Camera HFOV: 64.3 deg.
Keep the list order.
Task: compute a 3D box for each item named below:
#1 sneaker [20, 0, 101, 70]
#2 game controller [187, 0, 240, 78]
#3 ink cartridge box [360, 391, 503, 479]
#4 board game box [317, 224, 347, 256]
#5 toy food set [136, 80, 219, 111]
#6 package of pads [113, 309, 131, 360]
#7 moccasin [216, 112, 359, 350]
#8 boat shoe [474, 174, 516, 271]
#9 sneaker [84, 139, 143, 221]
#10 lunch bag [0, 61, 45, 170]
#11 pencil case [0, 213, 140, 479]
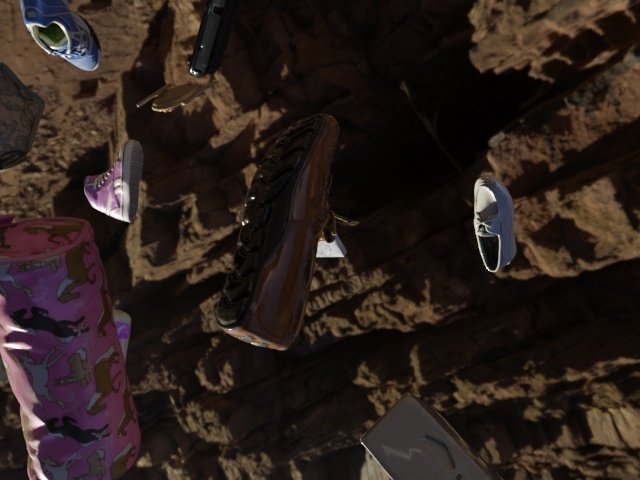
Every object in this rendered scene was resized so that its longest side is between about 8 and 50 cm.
[{"bbox_3d":[-0.406,-0.318,0.790,0.080,0.081,0.211,-4,169,-1],"label":"sneaker"},{"bbox_3d":[-0.188,-0.466,0.986,0.067,0.166,0.319,19,142,-16],"label":"game controller"},{"bbox_3d":[0.152,0.288,0.661,0.087,0.153,0.208,-45,151,-2],"label":"ink cartridge box"},{"bbox_3d":[0.000,0.000,1.112,0.090,0.090,0.020,0,-134,35],"label":"board game box"},{"bbox_3d":[-0.336,-0.334,1.212,0.192,0.038,0.132,11,-134,37],"label":"toy food set"},{"bbox_3d":[-0.677,0.341,1.458,0.229,0.296,0.101,11,176,-37],"label":"package of pads"},{"bbox_3d":[-0.035,-0.022,0.790,0.147,0.379,0.139,27,154,-36],"label":"moccasin"},{"bbox_3d":[0.308,-0.026,0.924,0.066,0.184,0.063,15,-138,42],"label":"boat shoe"},{"bbox_3d":[-0.623,-0.187,1.509,0.102,0.161,0.282,-75,-173,-56],"label":"sneaker"},{"bbox_3d":[-0.817,-0.244,1.197,0.236,0.286,0.169,-10,150,12],"label":"lunch bag"},{"bbox_3d":[-0.354,0.154,0.691,0.167,0.385,0.160,-3,-156,-5],"label":"pencil case"}]
